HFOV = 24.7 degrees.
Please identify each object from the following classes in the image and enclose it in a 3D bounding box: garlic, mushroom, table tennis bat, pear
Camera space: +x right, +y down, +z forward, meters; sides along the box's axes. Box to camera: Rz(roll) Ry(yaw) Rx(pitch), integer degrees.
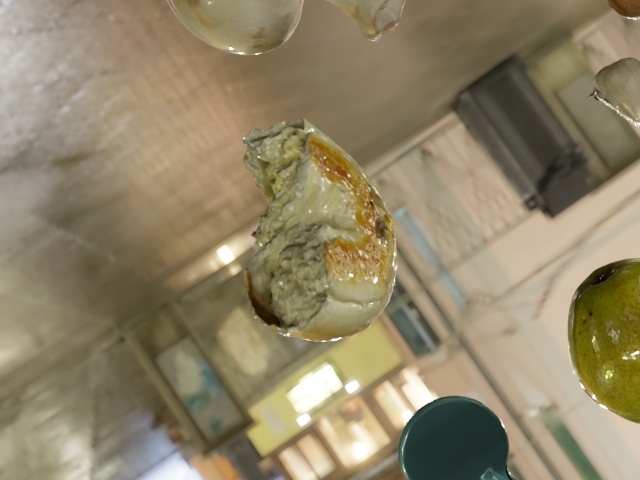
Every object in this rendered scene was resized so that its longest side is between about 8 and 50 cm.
[{"bbox_3d":[0.362,-0.172,1.688,0.066,0.084,0.152,-62,-172,12],"label":"garlic"},{"bbox_3d":[-0.028,-0.336,1.573,0.297,0.290,0.297,-165,-90,-84],"label":"mushroom"},{"bbox_3d":[0.179,0.256,1.649,0.124,0.201,0.033,-54,-165,4],"label":"table tennis bat"},{"bbox_3d":[0.377,0.112,1.688,0.198,0.198,0.198,-34,174,-4],"label":"pear"}]

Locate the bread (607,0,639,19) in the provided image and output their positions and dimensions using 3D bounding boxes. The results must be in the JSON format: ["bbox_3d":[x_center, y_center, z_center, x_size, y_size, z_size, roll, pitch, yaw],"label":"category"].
[{"bbox_3d":[0.481,-0.421,2.100,0.104,0.199,0.199,-15,166,-27],"label":"bread"}]

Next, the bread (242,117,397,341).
[{"bbox_3d":[0.002,-0.002,1.944,0.192,0.314,0.171,11,144,-42],"label":"bread"}]
